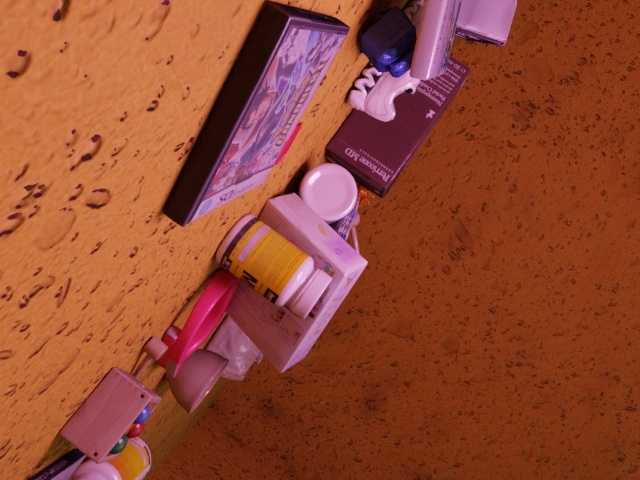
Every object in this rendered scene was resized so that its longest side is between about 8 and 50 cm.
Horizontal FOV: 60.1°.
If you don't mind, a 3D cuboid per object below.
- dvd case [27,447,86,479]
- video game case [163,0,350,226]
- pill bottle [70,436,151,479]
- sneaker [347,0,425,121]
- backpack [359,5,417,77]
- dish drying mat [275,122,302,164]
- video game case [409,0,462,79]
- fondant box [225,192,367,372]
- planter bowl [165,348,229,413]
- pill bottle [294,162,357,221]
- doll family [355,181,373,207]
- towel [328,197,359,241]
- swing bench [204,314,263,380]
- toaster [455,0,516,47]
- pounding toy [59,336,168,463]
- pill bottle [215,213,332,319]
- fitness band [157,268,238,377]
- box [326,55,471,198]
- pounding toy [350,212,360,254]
[{"bbox_3d":[-0.501,0.459,0.915,0.179,0.029,0.238,-55,177,0],"label":"dvd case"},{"bbox_3d":[-0.072,-0.163,0.714,0.275,0.035,0.248,-56,175,24],"label":"video game case"},{"bbox_3d":[-0.460,0.511,1.194,0.117,0.117,0.215,-55,176,3],"label":"pill bottle"},{"bbox_3d":[0.182,-0.393,1.201,0.292,0.118,0.110,-57,174,9],"label":"sneaker"},{"bbox_3d":[0.130,-0.352,0.982,0.098,0.101,0.120,-44,174,8],"label":"backpack"},{"bbox_3d":[-0.058,-0.173,0.989,0.083,0.008,0.032,-56,175,27],"label":"dish drying mat"},{"bbox_3d":[0.224,-0.452,0.952,0.300,0.036,0.329,-46,148,-65],"label":"video game case"},{"bbox_3d":[-0.075,0.098,1.234,0.096,0.238,0.330,-21,149,-50],"label":"fondant box"},{"bbox_3d":[-0.325,0.341,1.413,0.162,0.109,0.162,-53,176,-5],"label":"planter bowl"},{"bbox_3d":[0.003,-0.103,1.333,0.131,0.131,0.229,-54,-174,-8],"label":"pill bottle"},{"bbox_3d":[0.108,-0.183,1.562,0.263,0.118,0.163,-67,-166,-12],"label":"doll family"},{"bbox_3d":[0.000,0.000,1.399,0.209,0.034,0.285,-36,-164,26],"label":"towel"},{"bbox_3d":[-0.226,0.293,1.778,0.253,0.165,0.254,-55,176,16],"label":"swing bench"},{"bbox_3d":[0.325,-0.516,1.249,0.168,0.185,0.110,-104,-151,-68],"label":"toaster"},{"bbox_3d":[-0.327,0.278,0.977,0.206,0.094,0.181,-53,176,-19],"label":"pounding toy"},{"bbox_3d":[-0.088,0.053,1.071,0.119,0.208,0.119,-54,175,-6],"label":"pill bottle"},{"bbox_3d":[-0.267,0.179,1.202,0.209,0.054,0.291,-54,178,-44],"label":"fitness band"},{"bbox_3d":[0.196,-0.323,1.432,0.382,0.191,0.143,-55,175,-3],"label":"box"},{"bbox_3d":[-0.003,-0.007,1.646,0.110,0.236,0.183,-9,99,-62],"label":"pounding toy"}]
